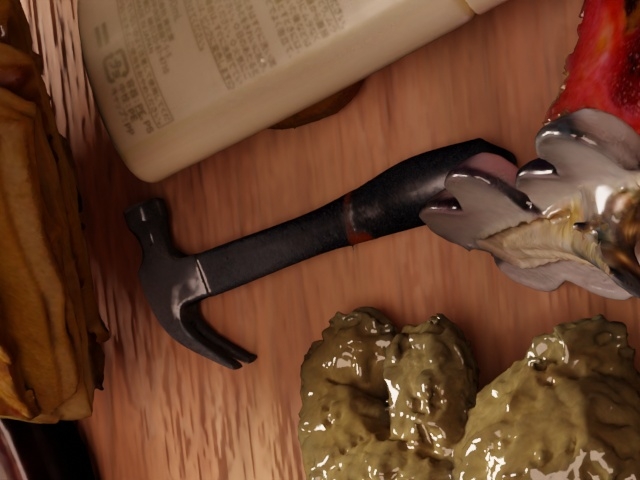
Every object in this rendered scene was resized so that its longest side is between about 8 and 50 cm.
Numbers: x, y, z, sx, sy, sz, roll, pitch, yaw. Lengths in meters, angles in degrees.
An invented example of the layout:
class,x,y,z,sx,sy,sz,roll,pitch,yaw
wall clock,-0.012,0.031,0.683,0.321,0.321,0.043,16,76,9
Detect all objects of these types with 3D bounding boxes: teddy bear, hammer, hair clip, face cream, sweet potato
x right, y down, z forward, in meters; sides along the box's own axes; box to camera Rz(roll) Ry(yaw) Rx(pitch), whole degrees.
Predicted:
class,x,y,z,sx,sy,sz,roll,pitch,yaw
teddy bear,0.107,0.156,0.725,0.256,0.156,0.267,-19,89,23
hammer,0.000,0.000,0.810,0.290,0.037,0.137,-19,90,25
hair clip,0.144,-0.005,0.643,0.146,0.257,0.075,25,83,-12
face cream,-0.001,-0.180,0.753,0.348,0.081,0.173,-25,70,24
sweet potato,-0.003,-0.098,0.799,0.095,0.034,0.034,-31,85,26

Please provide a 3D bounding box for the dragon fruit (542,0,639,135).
class,x,y,z,sx,sy,sz,roll,pitch,yaw
dragon fruit,0.223,-0.110,0.646,0.134,0.262,0.211,24,139,-24

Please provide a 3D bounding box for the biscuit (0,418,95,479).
class,x,y,z,sx,sy,sz,roll,pitch,yaw
biscuit,-0.372,0.226,0.980,0.407,0.091,0.407,4,99,24

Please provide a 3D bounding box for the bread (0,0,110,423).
class,x,y,z,sx,sy,sz,roll,pitch,yaw
bread,-0.312,-0.049,0.806,0.370,0.191,0.314,14,138,14
